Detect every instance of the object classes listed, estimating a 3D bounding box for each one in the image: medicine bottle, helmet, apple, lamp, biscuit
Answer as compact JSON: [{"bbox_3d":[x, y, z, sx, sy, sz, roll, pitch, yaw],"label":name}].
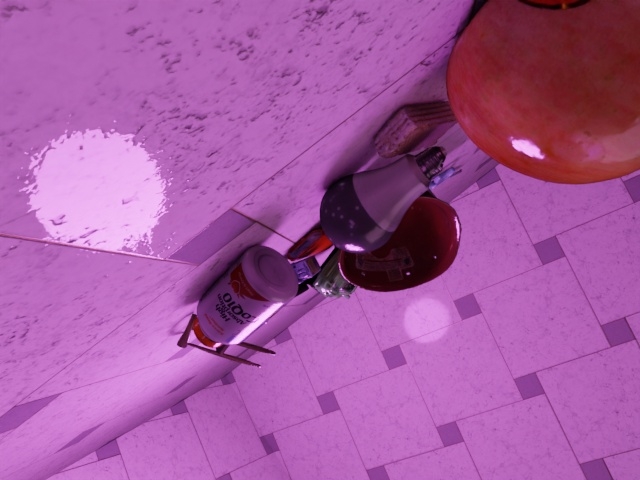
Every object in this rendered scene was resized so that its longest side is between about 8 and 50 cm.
[{"bbox_3d":[-0.196,0.152,1.107,0.288,0.157,0.157,-43,168,29],"label":"medicine bottle"},{"bbox_3d":[0.207,-0.048,1.310,0.337,0.230,0.385,-2,135,-5],"label":"helmet"},{"bbox_3d":[0.424,-0.278,0.737,0.391,0.347,0.391,-40,173,-6],"label":"apple"},{"bbox_3d":[0.141,-0.099,1.019,0.313,0.182,0.182,-35,170,12],"label":"lamp"},{"bbox_3d":[0.210,-0.241,0.979,0.238,0.062,0.108,-23,165,-47],"label":"biscuit"}]

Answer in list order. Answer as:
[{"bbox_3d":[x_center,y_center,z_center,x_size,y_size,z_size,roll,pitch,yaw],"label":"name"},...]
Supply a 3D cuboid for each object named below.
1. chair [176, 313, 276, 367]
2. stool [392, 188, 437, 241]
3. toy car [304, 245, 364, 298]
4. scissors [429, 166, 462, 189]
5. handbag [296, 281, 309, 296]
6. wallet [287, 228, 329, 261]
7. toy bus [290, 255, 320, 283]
[{"bbox_3d":[-0.274,0.258,1.359,0.271,0.167,0.188,15,147,-18],"label":"chair"},{"bbox_3d":[0.276,-0.080,1.577,0.243,0.170,0.269,-41,169,24],"label":"stool"},{"bbox_3d":[0.072,0.113,1.612,0.213,0.176,0.359,-52,176,-2],"label":"toy car"},{"bbox_3d":[0.545,-0.278,1.971,0.191,0.029,0.360,-40,172,40],"label":"scissors"},{"bbox_3d":[-0.177,0.213,1.598,0.223,0.080,0.246,-36,171,24],"label":"handbag"},{"bbox_3d":[0.000,0.000,1.382,0.142,0.045,0.204,-39,169,28],"label":"wallet"},{"bbox_3d":[-0.086,0.098,1.382,0.190,0.064,0.075,-23,-173,45],"label":"toy bus"}]
